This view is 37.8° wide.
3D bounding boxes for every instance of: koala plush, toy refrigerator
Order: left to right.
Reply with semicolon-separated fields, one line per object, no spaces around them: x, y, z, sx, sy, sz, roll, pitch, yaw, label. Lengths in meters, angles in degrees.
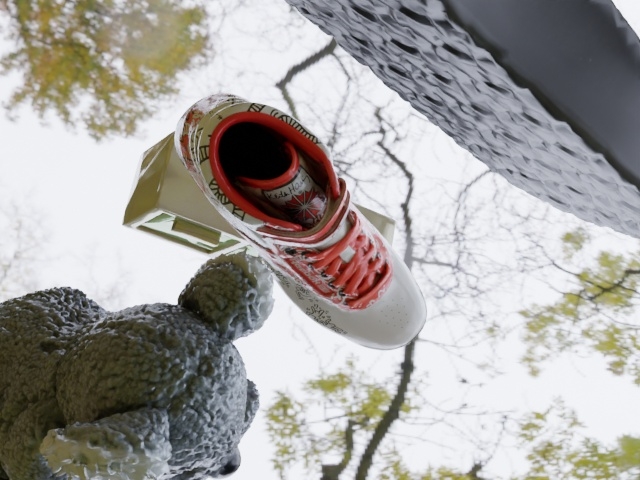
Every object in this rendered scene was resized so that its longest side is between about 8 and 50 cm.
-0.124;0.102;0.586;0.203;0.196;0.221;47;-36;-10;koala plush
-0.062;-0.015;0.993;0.102;0.270;0.094;-18;-125;56;toy refrigerator

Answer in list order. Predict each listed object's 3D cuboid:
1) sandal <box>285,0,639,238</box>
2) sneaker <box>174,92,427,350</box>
0.020;-0.145;0.329;0.168;0.446;0.107;29;-94;47;sandal
-0.001;0.000;0.704;0.090;0.270;0.145;-44;-164;-5;sneaker
